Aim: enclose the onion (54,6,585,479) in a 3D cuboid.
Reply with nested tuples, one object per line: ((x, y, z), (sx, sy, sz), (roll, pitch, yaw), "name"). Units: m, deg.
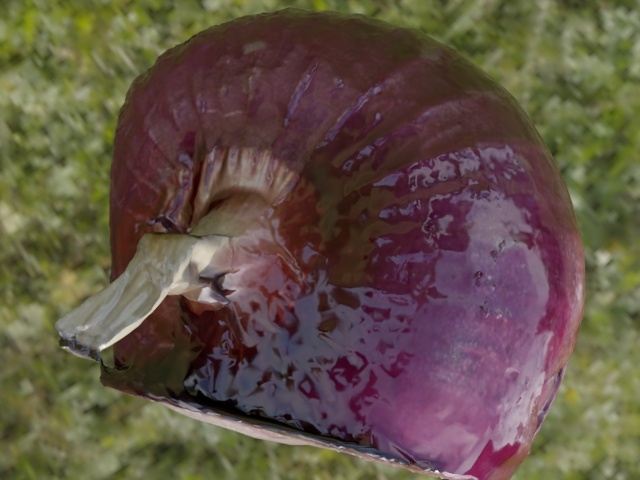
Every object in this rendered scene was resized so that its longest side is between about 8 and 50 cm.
((0.012, -0.001, 1.008), (0.256, 0.272, 0.230), (17, 78, -7), "onion")
